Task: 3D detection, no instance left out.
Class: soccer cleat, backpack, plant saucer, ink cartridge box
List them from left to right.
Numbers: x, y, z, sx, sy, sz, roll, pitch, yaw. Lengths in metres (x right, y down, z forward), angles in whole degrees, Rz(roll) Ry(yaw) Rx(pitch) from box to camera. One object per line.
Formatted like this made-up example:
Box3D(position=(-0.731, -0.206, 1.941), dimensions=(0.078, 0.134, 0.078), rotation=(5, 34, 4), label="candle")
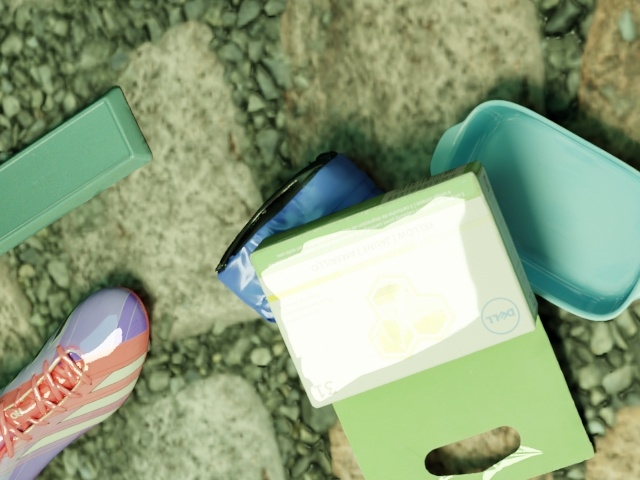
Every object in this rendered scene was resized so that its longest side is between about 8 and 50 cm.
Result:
Box3D(position=(-0.228, 0.134, 1.604), dimensions=(0.248, 0.095, 0.083), rotation=(-46, 75, 26), label="soccer cleat")
Box3D(position=(-0.222, -0.051, 1.622), dimensions=(0.192, 0.018, 0.067), rotation=(-30, 82, 29), label="plant saucer")
Box3D(position=(0.000, 0.000, 1.464), dimensions=(0.101, 0.098, 0.120), rotation=(39, 105, -3), label="backpack")
Box3D(position=(0.074, 0.081, 1.397), dimensions=(0.171, 0.056, 0.235), rotation=(-20, 99, 13), label="ink cartridge box")

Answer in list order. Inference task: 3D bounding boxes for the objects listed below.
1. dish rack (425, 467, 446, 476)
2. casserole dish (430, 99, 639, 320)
Box3D(position=(0.043, 0.308, 1.491), dimensions=(0.208, 0.074, 0.271), rotation=(46, 115, 15), label="dish rack")
Box3D(position=(0.165, -0.023, 1.402), dimensions=(0.188, 0.037, 0.114), rotation=(31, 110, 21), label="casserole dish")
